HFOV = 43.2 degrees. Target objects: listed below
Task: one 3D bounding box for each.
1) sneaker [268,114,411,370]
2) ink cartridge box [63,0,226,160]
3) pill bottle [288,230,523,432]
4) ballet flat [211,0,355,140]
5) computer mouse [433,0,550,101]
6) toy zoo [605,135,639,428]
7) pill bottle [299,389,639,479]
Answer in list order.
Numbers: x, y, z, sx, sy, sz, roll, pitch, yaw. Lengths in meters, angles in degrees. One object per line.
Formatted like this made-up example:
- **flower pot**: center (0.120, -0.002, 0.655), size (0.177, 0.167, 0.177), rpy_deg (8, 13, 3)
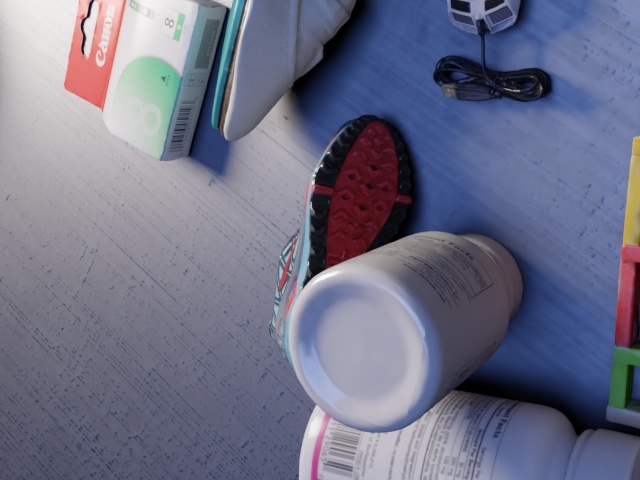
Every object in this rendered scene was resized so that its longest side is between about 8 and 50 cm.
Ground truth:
- **sneaker**: center (0.000, 0.000, 0.800), size (0.125, 0.104, 0.262), rpy_deg (19, 92, 62)
- **ink cartridge box**: center (-0.226, -0.218, 0.934), size (0.224, 0.056, 0.181), rpy_deg (28, 113, 23)
- **pill bottle**: center (0.086, 0.062, 0.685), size (0.131, 0.229, 0.131), rpy_deg (7, 104, 31)
- **ballet flat**: center (-0.017, -0.276, 0.745), size (0.139, 0.139, 0.400), rpy_deg (22, 115, 27)
- **computer mouse**: center (0.147, -0.218, 0.704), size (0.106, 0.042, 0.193), rpy_deg (8, 110, 36)
- **toy zoo**: center (0.338, 0.024, 0.637), size (0.192, 0.030, 0.293), rpy_deg (8, 104, 31)
- **pill bottle**: center (0.137, 0.219, 0.727), size (0.283, 0.160, 0.160), rpy_deg (5, 102, 32)
